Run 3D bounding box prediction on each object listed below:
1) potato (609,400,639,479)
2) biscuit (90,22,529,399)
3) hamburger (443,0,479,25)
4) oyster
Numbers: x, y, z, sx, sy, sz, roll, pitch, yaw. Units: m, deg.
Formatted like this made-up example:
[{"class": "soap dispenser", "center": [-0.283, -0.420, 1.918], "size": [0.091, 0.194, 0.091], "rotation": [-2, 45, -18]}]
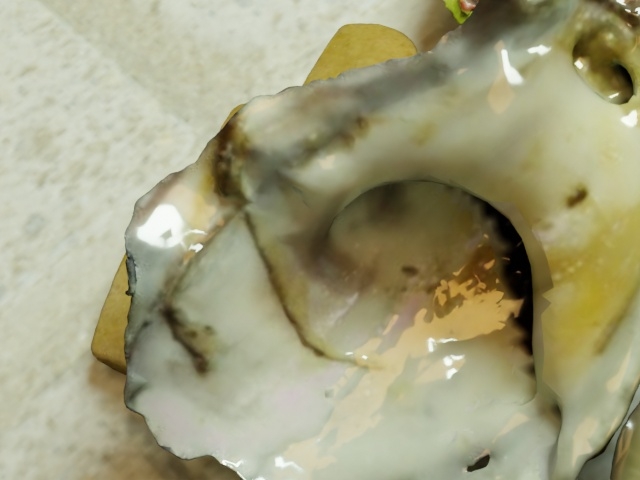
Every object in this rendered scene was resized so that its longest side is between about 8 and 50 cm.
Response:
[{"class": "potato", "center": [0.248, 0.080, 0.474], "size": [0.264, 0.189, 0.211], "rotation": [20, 67, 19]}, {"class": "biscuit", "center": [0.000, 0.000, 0.646], "size": [0.239, 0.041, 0.212], "rotation": [-26, 63, -5]}, {"class": "hamburger", "center": [0.117, -0.145, 0.677], "size": [0.141, 0.081, 0.126], "rotation": [-43, 64, -14]}, {"class": "oyster", "center": [0.046, 0.012, 0.557], "size": [0.271, 0.100, 0.275], "rotation": [-13, 95, -2]}]
